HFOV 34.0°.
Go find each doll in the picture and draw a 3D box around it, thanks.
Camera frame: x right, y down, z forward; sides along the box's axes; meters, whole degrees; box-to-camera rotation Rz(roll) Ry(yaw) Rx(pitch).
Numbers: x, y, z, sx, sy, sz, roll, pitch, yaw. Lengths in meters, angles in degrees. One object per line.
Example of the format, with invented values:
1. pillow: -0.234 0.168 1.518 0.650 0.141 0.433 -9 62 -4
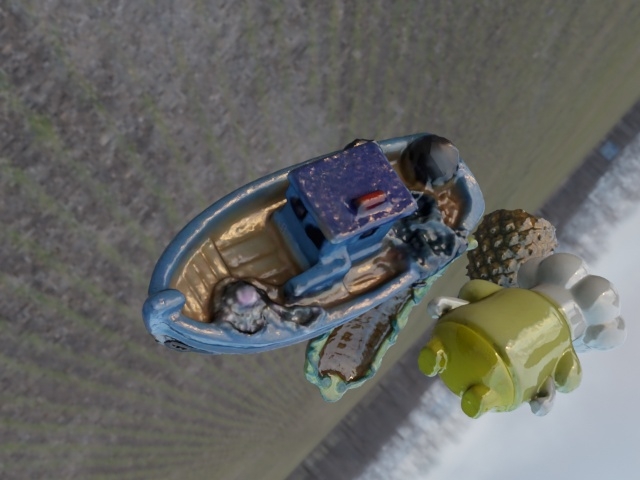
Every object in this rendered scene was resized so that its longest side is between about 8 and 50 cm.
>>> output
1. doll: 0.139 0.061 0.700 0.162 0.106 0.062 -25 149 -37

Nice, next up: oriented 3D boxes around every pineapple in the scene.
1. pineapple: 0.232 0.086 1.386 0.125 0.125 0.251 100 11 -75

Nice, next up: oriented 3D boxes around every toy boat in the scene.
1. toy boat: 0.000 0.000 0.580 0.223 0.100 0.097 -25 164 -29
2. toy boat: 0.075 0.064 1.183 0.108 0.099 0.293 13 131 -31
